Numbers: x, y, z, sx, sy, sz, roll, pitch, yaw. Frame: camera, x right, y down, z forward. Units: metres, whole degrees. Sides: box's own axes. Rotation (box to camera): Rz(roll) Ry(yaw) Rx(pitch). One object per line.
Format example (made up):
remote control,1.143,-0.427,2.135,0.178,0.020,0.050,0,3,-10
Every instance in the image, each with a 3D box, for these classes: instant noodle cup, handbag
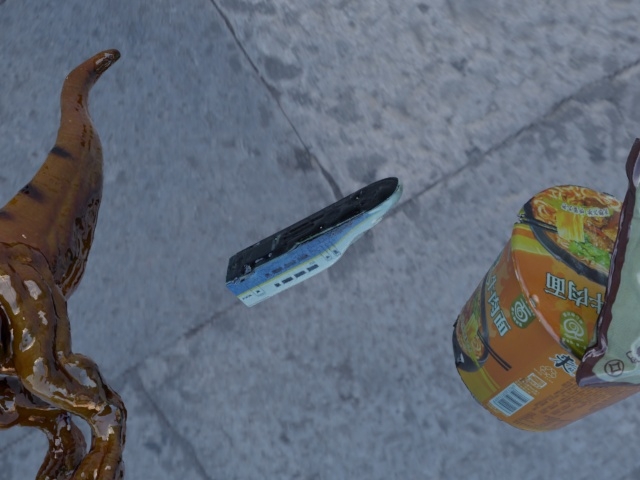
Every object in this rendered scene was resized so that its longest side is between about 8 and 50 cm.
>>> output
instant noodle cup,0.256,0.086,1.200,0.230,0.230,0.182,18,141,-15
handbag,0.351,0.038,1.030,0.212,0.127,0.235,10,102,-7

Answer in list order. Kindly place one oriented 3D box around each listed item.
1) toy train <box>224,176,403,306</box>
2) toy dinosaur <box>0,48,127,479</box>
toy train,0.000,0.000,1.271,0.233,0.052,0.051,-27,125,24
toy dinosaur,-0.173,0.050,0.657,0.097,0.432,0.208,-20,108,21
